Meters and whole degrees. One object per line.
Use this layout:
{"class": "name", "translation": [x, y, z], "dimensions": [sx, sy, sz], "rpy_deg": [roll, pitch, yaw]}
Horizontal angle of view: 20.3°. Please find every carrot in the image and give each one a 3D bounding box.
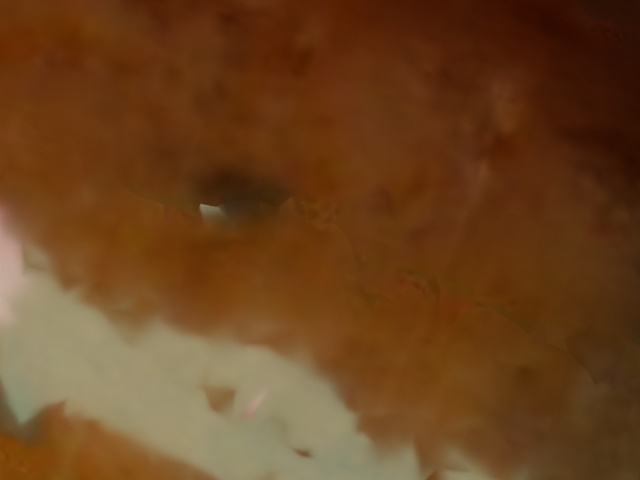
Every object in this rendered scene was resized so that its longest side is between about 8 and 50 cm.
{"class": "carrot", "translation": [0.000, 0.000, 0.472], "dimensions": [0.340, 0.224, 0.224], "rpy_deg": [21, 147, -4]}
